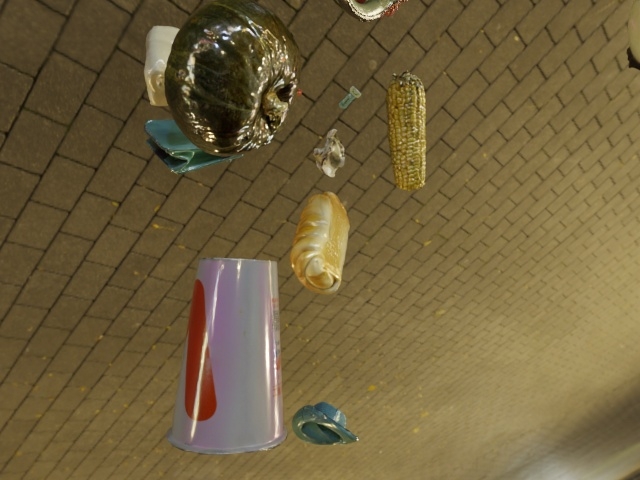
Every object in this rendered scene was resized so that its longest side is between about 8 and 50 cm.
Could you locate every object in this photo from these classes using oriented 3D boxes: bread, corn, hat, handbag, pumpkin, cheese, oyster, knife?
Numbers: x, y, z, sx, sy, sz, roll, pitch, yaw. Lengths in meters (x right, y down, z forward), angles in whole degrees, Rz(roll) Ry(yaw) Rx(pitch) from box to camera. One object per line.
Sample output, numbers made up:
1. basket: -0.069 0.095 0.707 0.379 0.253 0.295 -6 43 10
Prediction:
1. bread: 0.000 0.000 1.296 0.121 0.311 0.173 -17 128 28
2. corn: 0.233 -0.291 1.244 0.115 0.115 0.318 -8 102 -23
3. hat: 0.013 0.432 1.102 0.138 0.078 0.191 41 138 -18
4. handbag: -0.436 -0.330 1.579 0.274 0.268 0.100 -18 132 -34
5. pumpkin: -0.116 -0.224 0.659 0.224 0.157 0.224 -53 166 -19
6. cheese: -0.422 -0.538 1.408 0.251 0.248 0.174 -13 146 -22
7. oyster: 0.038 -0.351 1.833 0.163 0.081 0.191 -8 128 -47
8. knife: 0.063 -0.318 1.036 0.027 0.096 0.010 42 73 -10

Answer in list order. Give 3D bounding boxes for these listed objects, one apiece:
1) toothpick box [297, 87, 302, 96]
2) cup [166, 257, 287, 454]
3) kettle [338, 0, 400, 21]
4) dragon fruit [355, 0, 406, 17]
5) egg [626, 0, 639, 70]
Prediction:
1. toothpick box: -0.075 -0.373 1.067 0.047 0.083 0.047 -15 175 -1
2. cup: -0.146 0.176 0.768 0.203 0.203 0.289 6 85 -34
3. kettle: 0.097 -0.561 0.900 0.236 0.161 0.221 17 102 -58
4. dragon fruit: 0.253 -0.835 1.481 0.205 0.152 0.317 -32 -179 -5
5. egg: 0.552 -0.326 0.527 0.337 0.337 0.201 -27 125 -2
